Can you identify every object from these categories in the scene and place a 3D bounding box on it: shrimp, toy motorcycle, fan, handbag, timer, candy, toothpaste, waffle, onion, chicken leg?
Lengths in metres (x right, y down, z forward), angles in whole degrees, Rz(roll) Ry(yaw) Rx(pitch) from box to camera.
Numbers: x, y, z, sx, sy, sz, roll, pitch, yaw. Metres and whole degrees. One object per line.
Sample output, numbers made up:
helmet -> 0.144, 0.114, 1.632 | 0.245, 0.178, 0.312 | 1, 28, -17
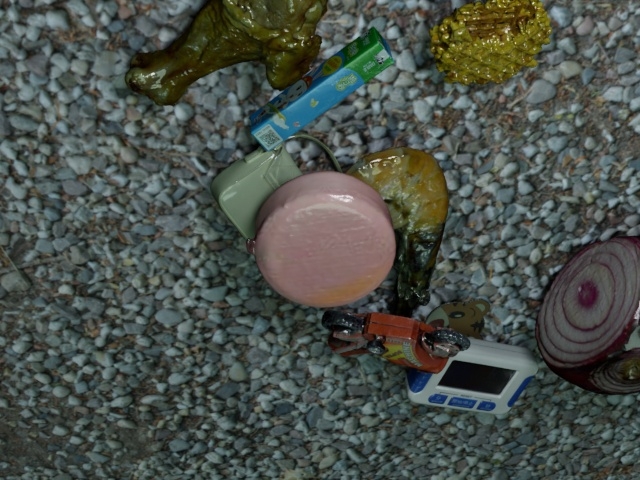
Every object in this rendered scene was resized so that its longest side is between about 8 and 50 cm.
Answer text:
shrimp -> 0.117, 0.015, 1.793 | 0.272, 0.085, 0.445 | -20, 135, -10
toy motorcycle -> 0.147, 0.198, 1.901 | 0.298, 0.089, 0.171 | 8, 160, 14
fan -> 0.239, 0.181, 2.014 | 0.226, 0.008, 0.152 | -1, 129, -7
handbag -> -0.055, -0.073, 1.739 | 0.219, 0.079, 0.256 | -34, 127, 0
timer -> 0.319, 0.281, 2.056 | 0.253, 0.078, 0.178 | 13, 126, -19
candy -> 0.000, 0.000, 1.652 | 0.255, 0.094, 0.255 | -1, 124, -1
toothpaste -> -0.002, -0.250, 1.607 | 0.266, 0.065, 0.050 | -33, 121, 18
waffle -> 0.270, -0.318, 1.534 | 0.193, 0.070, 0.197 | -20, 155, 18
onion -> 0.606, 0.164, 1.874 | 0.260, 0.282, 0.337 | 25, 121, -21
chicken leg -> -0.122, -0.309, 1.506 | 0.211, 0.140, 0.361 | 45, 123, -11
